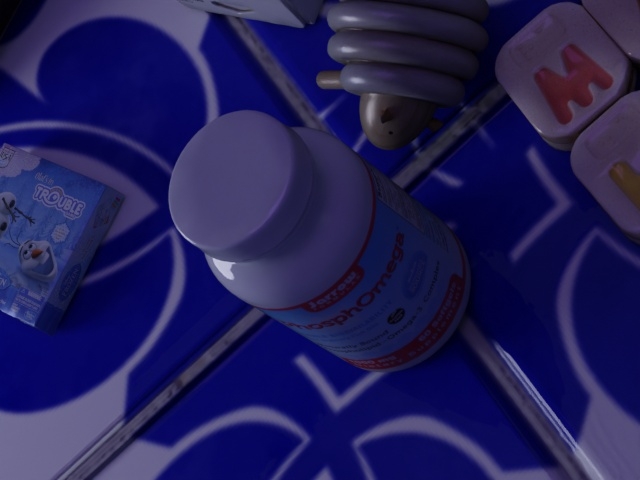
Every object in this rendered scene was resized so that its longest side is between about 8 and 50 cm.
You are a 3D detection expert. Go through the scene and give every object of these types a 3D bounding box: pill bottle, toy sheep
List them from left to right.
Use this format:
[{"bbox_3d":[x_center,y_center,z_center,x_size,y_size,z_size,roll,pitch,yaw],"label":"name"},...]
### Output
[{"bbox_3d":[0.000,0.000,0.884,0.087,0.160,0.087,-13,64,28],"label":"pill bottle"},{"bbox_3d":[0.043,-0.111,0.953,0.091,0.091,0.132,8,93,34],"label":"toy sheep"}]

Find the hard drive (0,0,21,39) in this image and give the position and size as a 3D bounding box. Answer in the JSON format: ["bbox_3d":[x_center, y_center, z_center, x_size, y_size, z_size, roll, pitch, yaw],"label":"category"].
[{"bbox_3d":[-0.298,-0.249,1.205,0.339,0.064,0.237,34,98,31],"label":"hard drive"}]

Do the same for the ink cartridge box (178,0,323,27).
[{"bbox_3d":[-0.031,-0.196,1.051,0.099,0.056,0.135,14,77,34],"label":"ink cartridge box"}]

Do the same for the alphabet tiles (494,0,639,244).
[{"bbox_3d":[0.221,-0.132,0.891,0.284,0.021,0.278,-41,55,10],"label":"alphabet tiles"}]

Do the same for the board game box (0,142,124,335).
[{"bbox_3d":[-0.167,-0.002,1.076,0.090,0.020,0.090,21,81,36],"label":"board game box"}]
